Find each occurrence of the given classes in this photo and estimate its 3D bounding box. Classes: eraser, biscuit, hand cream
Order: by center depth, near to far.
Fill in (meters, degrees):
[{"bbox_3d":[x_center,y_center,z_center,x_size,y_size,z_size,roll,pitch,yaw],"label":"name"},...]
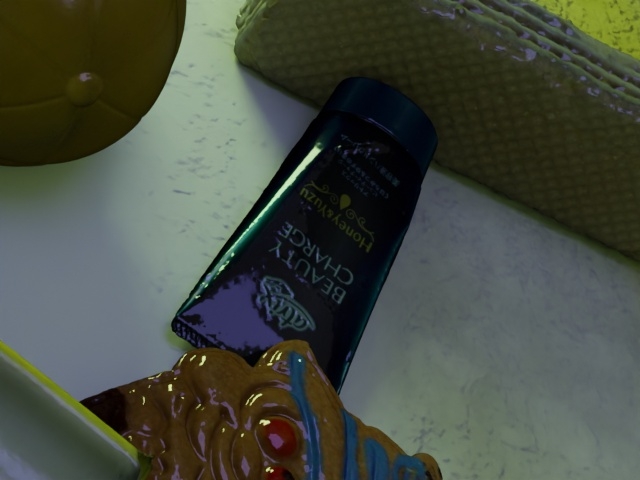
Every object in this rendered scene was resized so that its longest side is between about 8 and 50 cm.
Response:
[{"bbox_3d":[-0.188,0.071,0.895,0.226,0.158,0.069,38,82,4],"label":"eraser"},{"bbox_3d":[-0.046,0.135,1.039,0.280,0.043,0.183,12,53,-29],"label":"biscuit"},{"bbox_3d":[0.000,0.000,1.188,0.120,0.061,0.270,37,50,-11],"label":"hand cream"},{"bbox_3d":[0.151,-0.105,1.313,0.426,0.144,0.078,26,43,-18],"label":"biscuit"}]

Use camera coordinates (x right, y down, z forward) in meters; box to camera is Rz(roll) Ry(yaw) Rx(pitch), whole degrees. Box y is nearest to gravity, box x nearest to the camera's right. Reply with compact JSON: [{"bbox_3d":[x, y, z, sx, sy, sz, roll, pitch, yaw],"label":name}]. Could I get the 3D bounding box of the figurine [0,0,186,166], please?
[{"bbox_3d":[-0.168,-0.163,1.104,0.192,0.167,0.256,47,31,-36],"label":"figurine"}]
